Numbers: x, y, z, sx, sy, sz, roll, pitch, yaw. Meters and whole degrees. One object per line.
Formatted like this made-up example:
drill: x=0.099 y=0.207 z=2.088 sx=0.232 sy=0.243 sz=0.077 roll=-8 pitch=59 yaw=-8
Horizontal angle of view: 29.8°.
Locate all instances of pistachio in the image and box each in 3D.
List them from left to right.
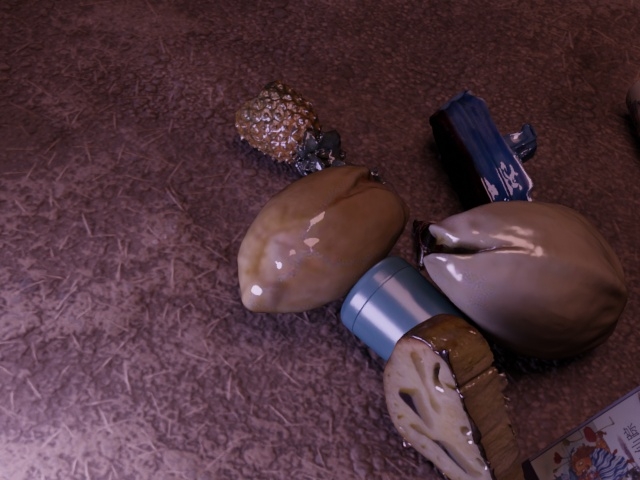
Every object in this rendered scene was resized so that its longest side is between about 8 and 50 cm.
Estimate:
pistachio: x=0.000 y=0.000 z=1.618 sx=0.162 sy=0.182 sz=0.293 roll=39 pitch=49 yaw=12
pistachio: x=0.271 y=0.045 z=1.593 sx=0.331 sy=0.208 sz=0.226 roll=18 pitch=-7 yaw=-41

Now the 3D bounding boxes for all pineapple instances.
pineapple: x=-0.012 y=-0.129 z=1.794 sx=0.251 sy=0.125 sz=0.125 roll=41 pitch=52 yaw=10

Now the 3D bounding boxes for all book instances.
book: x=0.355 y=0.281 z=1.440 sx=0.026 sy=0.231 sz=0.157 roll=34 pitch=25 yaw=-49

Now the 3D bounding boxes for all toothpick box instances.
toothpick box: x=0.127 y=0.119 z=1.581 sx=0.184 sy=0.120 sz=0.120 roll=43 pitch=53 yaw=19

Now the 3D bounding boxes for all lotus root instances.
lotus root: x=0.158 y=0.211 z=1.467 sx=0.170 sy=0.261 sz=0.074 roll=11 pitch=35 yaw=44

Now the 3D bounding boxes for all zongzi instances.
zongzi: x=0.155 y=0.008 z=1.739 sx=0.067 sy=0.074 sz=0.083 roll=20 pitch=8 yaw=7

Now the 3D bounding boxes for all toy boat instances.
toy boat: x=0.271 y=-0.117 z=1.813 sx=0.142 sy=0.129 sz=0.309 roll=-18 pitch=54 yaw=-8

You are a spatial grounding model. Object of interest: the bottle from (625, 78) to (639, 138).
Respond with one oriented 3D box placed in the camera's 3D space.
bottle: x=0.575 y=-0.169 z=1.955 sx=0.110 sy=0.097 sz=0.209 roll=13 pitch=46 yaw=-24
